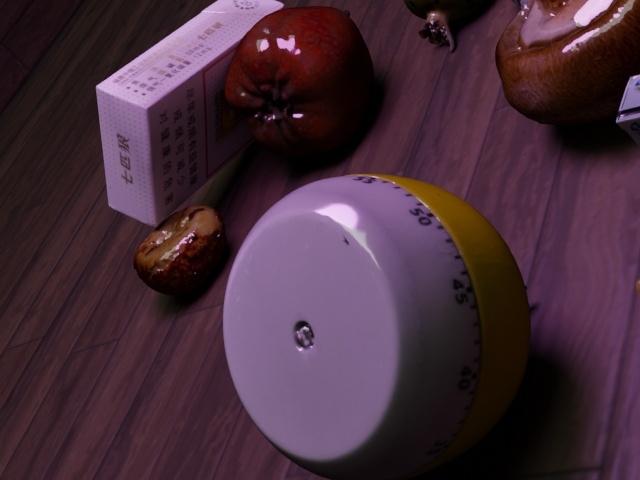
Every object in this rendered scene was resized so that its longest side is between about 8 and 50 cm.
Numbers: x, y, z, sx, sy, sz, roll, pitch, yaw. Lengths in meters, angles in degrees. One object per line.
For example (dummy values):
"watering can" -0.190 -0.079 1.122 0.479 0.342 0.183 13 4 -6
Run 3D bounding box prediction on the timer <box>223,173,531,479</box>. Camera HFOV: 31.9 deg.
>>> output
"timer" 0.079 0.071 0.991 0.285 0.285 0.285 -33 29 21

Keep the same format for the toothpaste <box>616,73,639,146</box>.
"toothpaste" 0.414 -0.129 0.934 0.336 0.081 0.067 -11 45 48

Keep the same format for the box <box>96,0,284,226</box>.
"box" -0.177 -0.198 1.620 0.095 0.210 0.330 25 46 22

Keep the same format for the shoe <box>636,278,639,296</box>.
"shoe" 0.289 0.035 0.888 0.072 0.069 0.109 -19 30 40

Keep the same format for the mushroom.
"mushroom" 0.295 -0.227 1.156 0.253 0.153 0.253 -41 28 27

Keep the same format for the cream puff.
"cream puff" -0.187 0.017 1.557 0.149 0.084 0.149 -30 27 17

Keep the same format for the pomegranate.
"pomegranate" 0.168 -0.335 1.549 0.122 0.122 0.162 -8 73 50

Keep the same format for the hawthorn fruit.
"hawthorn fruit" -0.011 -0.241 1.560 0.208 0.208 0.248 -14 28 45

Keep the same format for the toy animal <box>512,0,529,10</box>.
"toy animal" 0.282 -0.343 1.410 0.121 0.093 0.225 -45 34 22
